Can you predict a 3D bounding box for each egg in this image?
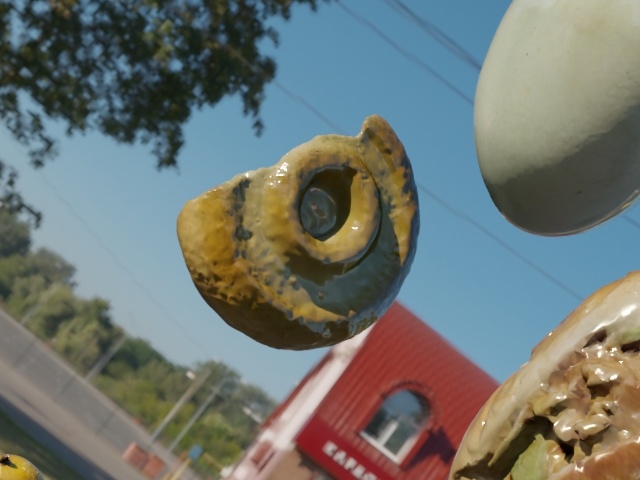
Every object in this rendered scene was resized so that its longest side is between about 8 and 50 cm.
[{"bbox_3d":[0.180,-0.098,0.741,0.151,0.209,0.151,19,26,-9],"label":"egg"}]

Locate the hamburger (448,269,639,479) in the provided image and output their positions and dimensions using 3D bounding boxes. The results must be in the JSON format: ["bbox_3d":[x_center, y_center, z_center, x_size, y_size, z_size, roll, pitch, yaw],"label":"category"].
[{"bbox_3d":[0.192,0.151,0.609,0.146,0.243,0.286,-116,-155,-60],"label":"hamburger"}]

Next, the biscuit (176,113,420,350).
[{"bbox_3d":[0.001,0.000,1.137,0.091,0.274,0.213,-6,-66,53],"label":"biscuit"}]

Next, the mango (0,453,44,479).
[{"bbox_3d":[-0.356,0.310,1.229,0.101,0.187,0.066,15,24,-17],"label":"mango"}]
